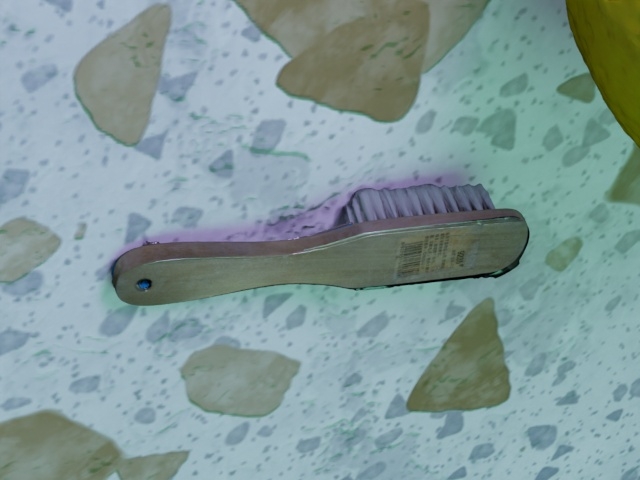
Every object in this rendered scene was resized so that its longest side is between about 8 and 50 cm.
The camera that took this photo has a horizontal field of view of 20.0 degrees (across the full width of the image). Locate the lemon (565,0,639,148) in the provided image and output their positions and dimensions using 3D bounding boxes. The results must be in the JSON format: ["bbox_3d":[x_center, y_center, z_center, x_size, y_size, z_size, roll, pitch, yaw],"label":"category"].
[{"bbox_3d":[0.345,-0.178,1.220,0.350,0.350,0.387,-40,134,5],"label":"lemon"}]

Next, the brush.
[{"bbox_3d":[0.000,0.000,1.369,0.328,0.065,0.070,-7,139,-19],"label":"brush"}]
